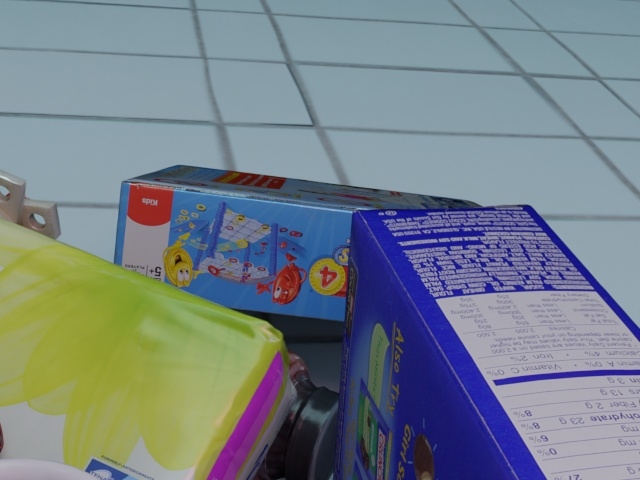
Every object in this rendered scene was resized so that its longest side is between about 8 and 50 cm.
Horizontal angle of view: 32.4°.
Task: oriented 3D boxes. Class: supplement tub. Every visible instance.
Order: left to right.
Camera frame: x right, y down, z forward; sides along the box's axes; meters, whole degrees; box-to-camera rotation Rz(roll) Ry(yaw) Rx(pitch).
[{"bbox_3d":[-0.079,0.113,0.795,0.197,0.106,0.106,17,29,19],"label":"supplement tub"}]

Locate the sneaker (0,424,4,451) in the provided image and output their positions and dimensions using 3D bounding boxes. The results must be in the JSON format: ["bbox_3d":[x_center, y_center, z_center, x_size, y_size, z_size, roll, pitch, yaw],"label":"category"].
[{"bbox_3d":[-0.297,0.082,0.573,0.261,0.104,0.125,24,43,-17],"label":"sneaker"}]

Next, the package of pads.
[{"bbox_3d":[-0.186,0.110,0.686,0.296,0.101,0.229,18,60,19],"label":"package of pads"}]

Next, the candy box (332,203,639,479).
[{"bbox_3d":[0.101,0.167,0.558,0.122,0.268,0.317,-4,30,-13],"label":"candy box"}]

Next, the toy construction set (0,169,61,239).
[{"bbox_3d":[-0.367,0.002,0.892,0.215,0.151,0.327,-10,13,22],"label":"toy construction set"}]

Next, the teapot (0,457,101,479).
[{"bbox_3d":[-0.160,0.187,0.343,0.187,0.256,0.252,4,-16,3],"label":"teapot"}]

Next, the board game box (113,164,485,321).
[{"bbox_3d":[0.000,0.000,0.944,0.301,0.086,0.308,7,6,0],"label":"board game box"}]
